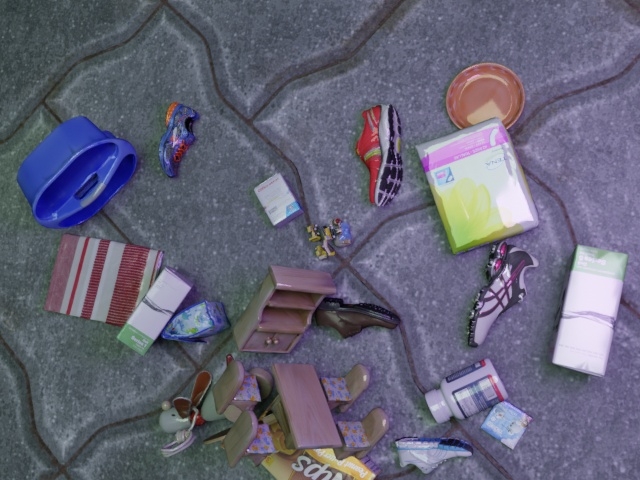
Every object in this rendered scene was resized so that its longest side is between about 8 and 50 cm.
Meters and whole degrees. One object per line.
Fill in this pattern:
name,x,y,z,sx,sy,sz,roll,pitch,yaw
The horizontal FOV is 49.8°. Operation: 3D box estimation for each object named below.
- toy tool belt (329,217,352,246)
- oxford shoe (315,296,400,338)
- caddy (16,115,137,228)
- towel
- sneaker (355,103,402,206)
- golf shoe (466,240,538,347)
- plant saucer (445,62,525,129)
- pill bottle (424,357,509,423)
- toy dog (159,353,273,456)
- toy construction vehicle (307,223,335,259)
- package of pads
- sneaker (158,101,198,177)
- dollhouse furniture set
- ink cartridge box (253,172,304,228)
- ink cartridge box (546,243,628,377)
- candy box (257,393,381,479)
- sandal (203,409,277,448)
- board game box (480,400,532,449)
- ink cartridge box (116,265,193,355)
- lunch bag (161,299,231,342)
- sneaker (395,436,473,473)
toy tool belt,0.059,-0.026,1.826,0.052,0.051,0.083,-9,78,-25
oxford shoe,0.095,0.208,1.775,0.227,0.083,0.096,7,95,21
caddy,-0.682,-0.181,1.954,0.341,0.241,0.179,-44,69,5
towel,-0.629,0.117,1.998,0.328,0.037,0.237,9,82,14
sneaker,0.148,-0.222,1.829,0.118,0.107,0.279,-3,77,33
golf shoe,0.437,0.141,1.678,0.120,0.105,0.273,21,87,10
plant saucer,0.429,-0.363,1.794,0.199,0.037,0.200,-3,80,14
pill bottle,0.349,0.368,1.660,0.180,0.108,0.108,-27,75,9
toy dog,-0.294,0.398,1.790,0.333,0.220,0.161,-25,98,0
toy construction vehicle,0.000,0.000,1.830,0.086,0.035,0.098,-19,81,49
package of pads,0.394,-0.136,1.718,0.229,0.101,0.297,-19,86,12
sneaker,-0.408,-0.289,1.983,0.087,0.083,0.221,9,87,8
dollhouse furniture set,-0.045,0.292,1.621,0.256,0.362,0.394,-57,40,33
ink cartridge box,-0.114,-0.109,1.888,0.088,0.052,0.122,-32,76,8
ink cartridge box,0.606,0.164,1.576,0.114,0.198,0.273,13,84,17
candy box,-0.025,0.545,1.739,0.316,0.087,0.183,40,94,17
sandal,-0.173,0.489,1.703,0.240,0.088,0.079,-25,87,9
board game box,0.449,0.441,1.667,0.090,0.020,0.090,32,91,17
ink cartridge box,-0.440,0.184,1.853,0.092,0.160,0.219,36,86,-7
lunch bag,-0.337,0.228,1.852,0.151,0.129,0.096,-24,76,8
sneaker,0.278,0.526,1.680,0.190,0.071,0.083,-5,86,22
